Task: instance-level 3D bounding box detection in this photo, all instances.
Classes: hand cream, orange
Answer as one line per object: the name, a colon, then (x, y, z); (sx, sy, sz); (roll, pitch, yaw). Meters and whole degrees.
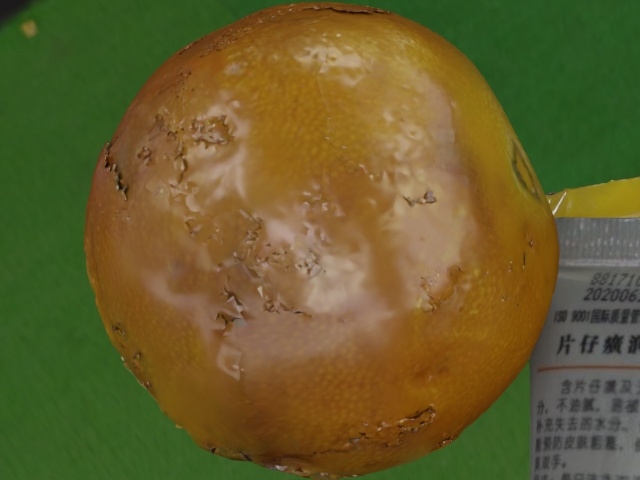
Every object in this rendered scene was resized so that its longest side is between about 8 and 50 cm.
hand cream: (0.147, 0.139, 0.947); (0.139, 0.089, 0.314); (2, 82, 32)
orange: (0.000, 0.000, 0.942); (0.240, 0.240, 0.240); (-5, 59, 8)

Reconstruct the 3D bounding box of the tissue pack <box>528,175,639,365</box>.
tissue pack: (0.269, 0.165, 1.285); (0.228, 0.293, 0.382); (-11, 73, 6)
